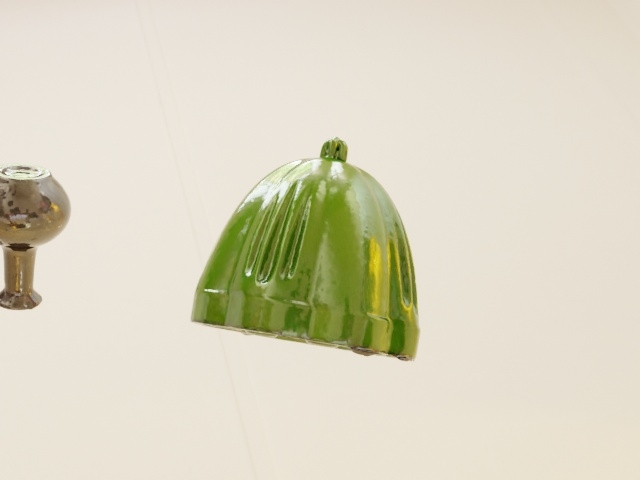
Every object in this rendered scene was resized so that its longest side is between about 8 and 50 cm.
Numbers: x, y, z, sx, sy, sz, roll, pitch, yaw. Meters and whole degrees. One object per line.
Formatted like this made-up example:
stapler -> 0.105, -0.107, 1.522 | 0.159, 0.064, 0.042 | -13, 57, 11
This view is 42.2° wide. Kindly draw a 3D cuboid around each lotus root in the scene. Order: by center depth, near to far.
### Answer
lotus root -> 0.000, 0.000, 0.647 | 0.186, 0.186, 0.186 | 3, -129, -3

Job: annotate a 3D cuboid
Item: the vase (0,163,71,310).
vase -> -0.374, 0.000, 1.033 | 0.120, 0.183, 0.120 | 7, -160, -3
